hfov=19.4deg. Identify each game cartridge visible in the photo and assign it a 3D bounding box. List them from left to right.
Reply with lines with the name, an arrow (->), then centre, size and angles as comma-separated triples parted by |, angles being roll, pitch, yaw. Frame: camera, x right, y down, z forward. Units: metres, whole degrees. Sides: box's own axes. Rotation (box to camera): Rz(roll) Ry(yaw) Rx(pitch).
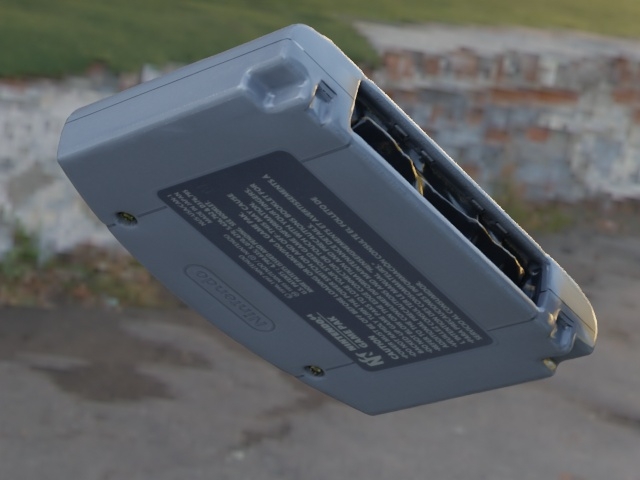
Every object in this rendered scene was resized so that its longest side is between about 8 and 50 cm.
game cartridge -> 0.000, 0.000, 1.082 | 0.198, 0.062, 0.297 | -12, -41, 39
